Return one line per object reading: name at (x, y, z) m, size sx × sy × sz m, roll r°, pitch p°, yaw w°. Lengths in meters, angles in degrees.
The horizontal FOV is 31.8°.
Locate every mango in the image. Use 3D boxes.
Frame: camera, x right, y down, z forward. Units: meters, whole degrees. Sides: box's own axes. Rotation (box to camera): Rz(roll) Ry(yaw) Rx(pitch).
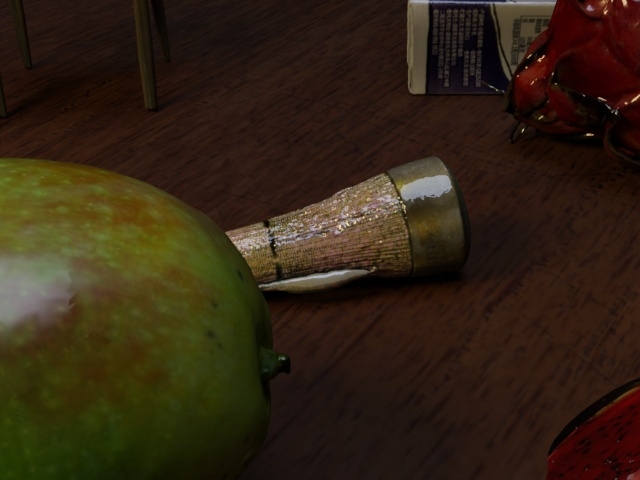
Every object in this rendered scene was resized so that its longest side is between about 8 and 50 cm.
mango at (-0.207, 0.082, 0.528) m, size 0.381 × 0.201 × 0.225 m, roll -17°, pitch 53°, yaw -5°

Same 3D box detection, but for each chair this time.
chair at (-0.249, -0.274, 1.098) m, size 0.188 × 0.272 × 0.166 m, roll -4°, pitch 28°, yaw -1°

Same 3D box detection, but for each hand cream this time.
hand cream at (0.000, 0.000, 0.785) m, size 0.203 × 0.084 × 0.084 m, roll -12°, pitch 30°, yaw -8°

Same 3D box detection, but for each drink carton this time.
drink carton at (0.200, -0.217, 1.139) m, size 0.222 × 0.102 × 0.134 m, roll 1°, pitch 27°, yaw 6°

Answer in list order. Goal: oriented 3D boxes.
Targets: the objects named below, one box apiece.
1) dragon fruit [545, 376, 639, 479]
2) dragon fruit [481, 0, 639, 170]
dragon fruit at (0.172, 0.141, 0.435) m, size 0.166 × 0.172 × 0.160 m, roll -40°, pitch 6°, yaw -38°
dragon fruit at (0.266, -0.167, 0.932) m, size 0.293 × 0.234 × 0.234 m, roll -11°, pitch 24°, yaw 25°
